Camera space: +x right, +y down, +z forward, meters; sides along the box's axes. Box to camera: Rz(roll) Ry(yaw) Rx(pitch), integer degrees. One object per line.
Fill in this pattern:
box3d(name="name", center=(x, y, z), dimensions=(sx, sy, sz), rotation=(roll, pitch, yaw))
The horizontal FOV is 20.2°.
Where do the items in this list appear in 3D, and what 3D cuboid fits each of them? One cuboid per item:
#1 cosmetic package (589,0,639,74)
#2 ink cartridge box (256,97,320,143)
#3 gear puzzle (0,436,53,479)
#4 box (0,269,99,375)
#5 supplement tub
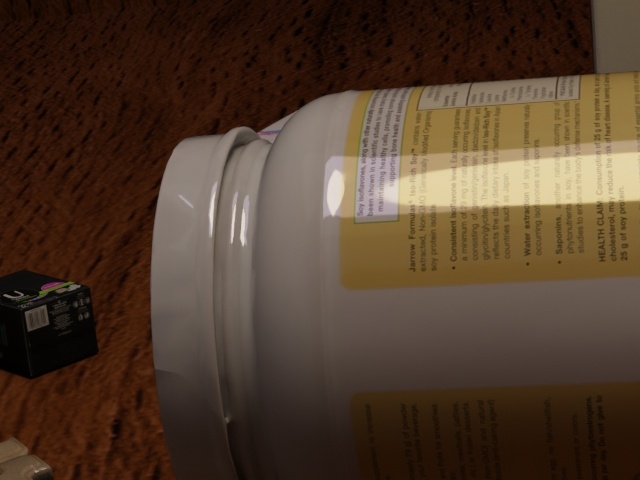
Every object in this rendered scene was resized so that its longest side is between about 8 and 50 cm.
box3d(name="cosmetic package", center=(0.285, -0.176, 1.458), dimensions=(0.129, 0.296, 0.153), rotation=(-3, 18, 9))
box3d(name="ink cartridge box", center=(0.000, 0.000, 1.221), dimensions=(0.093, 0.154, 0.212), rotation=(1, 18, 24))
box3d(name="gear puzzle", center=(-0.294, 0.185, 0.928), dimensions=(0.339, 0.044, 0.175), rotation=(-19, 22, -28))
box3d(name="box", center=(-0.210, 0.058, 1.286), dimensions=(0.062, 0.052, 0.083), rotation=(-19, 20, -39))
box3d(name="supplement tub", center=(0.100, 0.037, 0.913), dimensions=(0.331, 0.241, 0.241), rotation=(-3, 17, 10))
